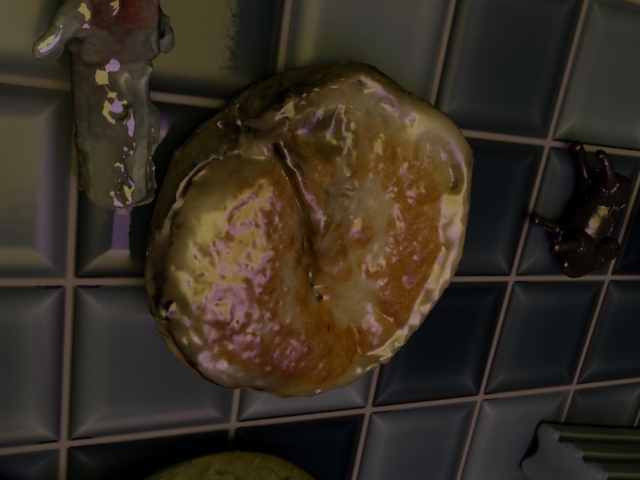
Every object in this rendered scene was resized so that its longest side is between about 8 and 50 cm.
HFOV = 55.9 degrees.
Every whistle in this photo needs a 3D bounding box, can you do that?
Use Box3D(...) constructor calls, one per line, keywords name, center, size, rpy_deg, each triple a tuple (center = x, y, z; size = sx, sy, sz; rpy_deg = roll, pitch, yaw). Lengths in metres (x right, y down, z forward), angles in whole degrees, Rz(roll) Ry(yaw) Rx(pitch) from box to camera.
Box3D(name="whistle", center=(-0.137, -0.188, 0.409), size=(0.133, 0.142, 0.347), rpy_deg=(8, 116, -1))

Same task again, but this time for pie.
Box3D(name="pie", center=(0.000, 0.000, 0.570), size=(0.338, 0.077, 0.340), rpy_deg=(-9, 110, -25))

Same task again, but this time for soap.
Box3D(name="soap", center=(0.439, 0.341, 0.850), size=(0.265, 0.160, 0.088), rpy_deg=(12, 104, -28))

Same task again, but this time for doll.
Box3D(name="doll", center=(0.323, -0.022, 0.720), size=(0.165, 0.057, 0.139), rpy_deg=(24, 96, -39))

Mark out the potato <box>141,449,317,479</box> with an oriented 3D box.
Box3D(name="potato", center=(-0.079, 0.397, 0.627), size=(0.330, 0.213, 0.280), rpy_deg=(24, 128, 4))
